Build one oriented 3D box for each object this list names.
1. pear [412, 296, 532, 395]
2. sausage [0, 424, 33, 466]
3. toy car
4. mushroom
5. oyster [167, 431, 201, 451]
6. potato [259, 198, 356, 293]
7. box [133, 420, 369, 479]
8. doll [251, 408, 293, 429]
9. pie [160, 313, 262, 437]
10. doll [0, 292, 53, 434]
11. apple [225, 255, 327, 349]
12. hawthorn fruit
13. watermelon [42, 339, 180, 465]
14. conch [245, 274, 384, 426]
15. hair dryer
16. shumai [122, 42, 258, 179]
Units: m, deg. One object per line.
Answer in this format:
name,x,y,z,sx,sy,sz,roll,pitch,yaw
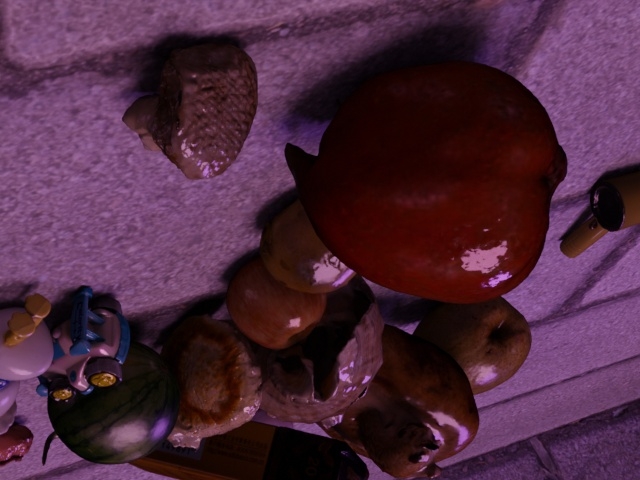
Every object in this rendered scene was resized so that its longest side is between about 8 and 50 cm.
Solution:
pear,0.283,0.193,2.251,0.228,0.188,0.211,-18,162,-35
sausage,-0.530,0.303,1.842,0.078,0.078,0.304,-26,159,6
toy car,-0.343,0.141,1.625,0.161,0.126,0.098,-22,140,23
mushroom,0.099,0.291,2.115,0.259,0.345,0.345,-61,-175,-38
oyster,-0.281,0.258,1.922,0.233,0.161,0.107,-12,137,-7
potato,0.000,0.000,1.607,0.176,0.137,0.137,-36,155,26
box,-0.137,0.378,2.072,0.415,0.116,0.264,10,162,15
doll,-0.167,0.430,2.486,0.365,0.094,0.160,-37,158,30
pie,-0.177,0.207,1.826,0.084,0.179,0.205,6,159,-44
doll,-0.435,0.173,1.595,0.293,0.119,0.138,-51,179,42
apple,-0.061,0.088,1.740,0.146,0.131,0.146,-25,158,-11
hawthorn fruit,0.137,-0.063,1.385,0.311,0.295,0.295,-21,159,-15
watermelon,-0.315,0.244,1.770,0.214,0.188,0.188,-32,157,15
conch,0.005,0.179,1.853,0.186,0.324,0.263,40,91,-28
hair dryer,0.512,-0.039,2.112,0.135,0.090,0.279,-17,164,-23
shumai,-0.138,-0.130,1.199,0.116,0.145,0.145,10,177,32
